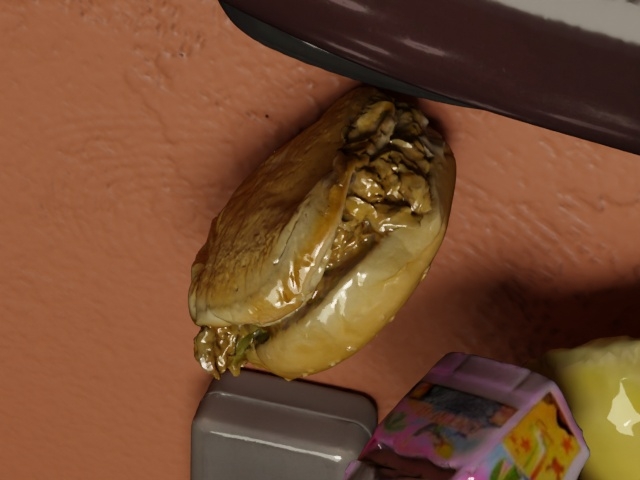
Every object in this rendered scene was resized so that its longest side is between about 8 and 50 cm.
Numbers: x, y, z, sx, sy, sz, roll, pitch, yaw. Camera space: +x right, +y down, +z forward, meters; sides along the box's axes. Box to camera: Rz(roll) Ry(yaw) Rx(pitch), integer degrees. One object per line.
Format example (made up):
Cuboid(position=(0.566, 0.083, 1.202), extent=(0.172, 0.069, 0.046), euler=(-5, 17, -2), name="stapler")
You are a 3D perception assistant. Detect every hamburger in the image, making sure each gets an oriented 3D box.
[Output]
Cuboid(position=(0.000, 0.000, 0.940), extent=(0.083, 0.138, 0.147), euler=(41, 121, -13), name="hamburger")

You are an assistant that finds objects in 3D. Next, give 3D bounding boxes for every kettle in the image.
Cuboid(position=(0.055, -0.127, 0.844), extent=(0.232, 0.144, 0.202), euler=(17, 161, 12), name="kettle")

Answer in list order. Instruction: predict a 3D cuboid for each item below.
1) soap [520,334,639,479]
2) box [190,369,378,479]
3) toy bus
Cuboid(position=(0.289, 0.191, 1.012), extent=(0.306, 0.115, 0.427), euler=(-11, 121, 23), name="soap")
Cuboid(position=(-0.025, 0.187, 1.148), extent=(0.103, 0.055, 0.244), euler=(11, 130, 10), name="box")
Cuboid(position=(0.112, 0.188, 0.955), extent=(0.090, 0.112, 0.274), euler=(11, 136, 52), name="toy bus")
